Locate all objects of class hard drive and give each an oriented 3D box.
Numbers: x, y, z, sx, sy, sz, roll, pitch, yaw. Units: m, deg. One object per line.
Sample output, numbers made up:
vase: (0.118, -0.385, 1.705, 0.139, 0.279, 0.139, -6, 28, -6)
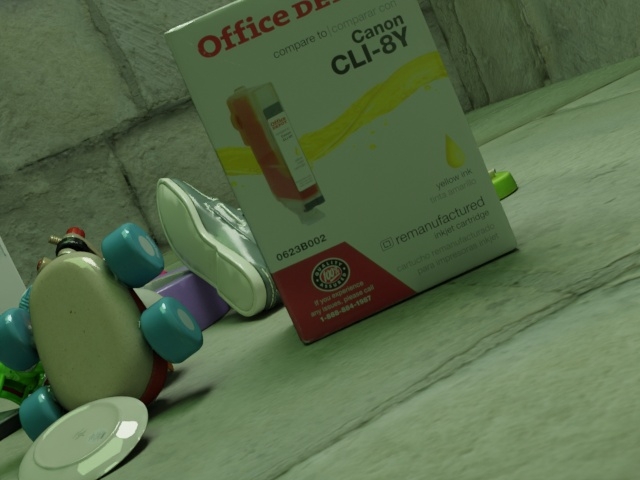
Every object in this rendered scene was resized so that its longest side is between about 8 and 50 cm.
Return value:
hard drive: (-0.486, 0.276, 1.229, 0.135, 0.022, 0.094, -18, 9, 40)

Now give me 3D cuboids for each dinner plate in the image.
dinner plate: (-0.241, 0.200, 0.858, 0.141, 0.017, 0.141, -17, 27, 9)

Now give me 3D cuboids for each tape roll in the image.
tape roll: (-0.293, 0.128, 1.427, 0.274, 0.090, 0.275, -24, 6, 3)

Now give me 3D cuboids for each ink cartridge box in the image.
ink cartridge box: (0.020, -0.117, 1.012, 0.279, 0.385, 0.160, -24, 7, -2)

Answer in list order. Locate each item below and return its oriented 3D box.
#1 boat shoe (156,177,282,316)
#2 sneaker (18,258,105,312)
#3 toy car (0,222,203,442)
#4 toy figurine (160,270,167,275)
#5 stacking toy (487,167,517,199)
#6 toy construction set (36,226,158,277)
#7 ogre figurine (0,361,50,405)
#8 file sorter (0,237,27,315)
boat shoe: (-0.153, -0.001, 1.337, 0.099, 0.116, 0.319, -18, 44, -34)
sneaker: (-0.393, 0.087, 1.401, 0.092, 0.087, 0.228, -27, -4, 43)
toy car: (-0.235, 0.129, 1.062, 0.219, 0.210, 0.238, -36, -23, 9)
toy figurine: (-0.288, 0.065, 1.875, 0.159, 0.130, 0.173, -31, -17, 15)
stacking toy: (0.171, -0.102, 1.451, 0.279, 0.130, 0.309, -23, 7, 8)
toy construction set: (-0.435, 0.111, 1.679, 0.237, 0.258, 0.309, 20, 10, -22)
ogre figurine: (-0.412, 0.194, 1.246, 0.118, 0.097, 0.197, 19, -10, -40)
file sorter: (-0.710, 0.163, 1.796, 0.192, 0.278, 0.173, -27, 4, -24)
